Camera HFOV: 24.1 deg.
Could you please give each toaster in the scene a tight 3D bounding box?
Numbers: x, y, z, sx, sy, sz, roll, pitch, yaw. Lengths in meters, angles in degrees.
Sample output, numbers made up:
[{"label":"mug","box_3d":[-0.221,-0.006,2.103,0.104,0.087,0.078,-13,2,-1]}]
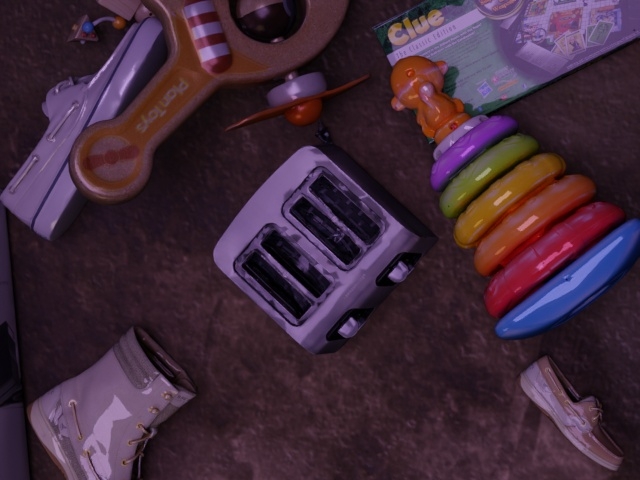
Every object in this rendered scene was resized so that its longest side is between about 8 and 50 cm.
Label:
[{"label":"toaster","box_3d":[0.000,0.000,1.522,0.186,0.110,0.168,44,100,8]}]

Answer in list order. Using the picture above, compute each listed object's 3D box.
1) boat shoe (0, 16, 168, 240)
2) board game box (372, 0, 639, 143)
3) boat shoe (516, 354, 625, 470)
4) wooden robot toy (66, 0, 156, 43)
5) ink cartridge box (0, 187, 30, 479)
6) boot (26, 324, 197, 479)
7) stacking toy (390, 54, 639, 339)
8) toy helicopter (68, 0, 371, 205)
[{"label":"boat shoe","box_3d":[-0.252,-0.130,1.589,0.088,0.096,0.267,33,108,5]},{"label":"board game box","box_3d":[0.196,-0.214,1.509,0.260,0.030,0.136,-26,89,13]},{"label":"boat shoe","box_3d":[0.257,0.172,1.500,0.135,0.050,0.045,44,106,8]},{"label":"wooden robot toy","box_3d":[-0.194,-0.264,1.592,0.079,0.076,0.173,30,101,-25]},{"label":"ink cartridge box","box_3d":[-0.483,0.150,1.614,0.285,0.166,0.395,-5,91,14]},{"label":"boot","box_3d":[-0.193,0.216,1.596,0.165,0.077,0.213,-38,81,10]},{"label":"stacking toy","box_3d":[0.167,-0.059,1.460,0.175,0.166,0.302,-40,79,9]},{"label":"toy helicopter","box_3d":[-0.103,-0.165,1.488,0.235,0.140,0.355,42,79,-7]}]
